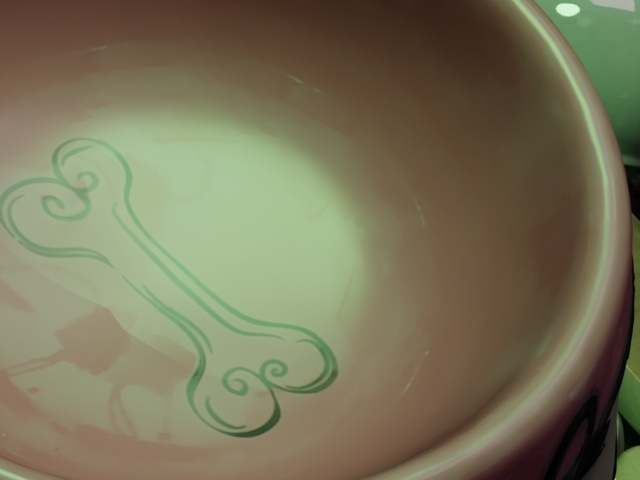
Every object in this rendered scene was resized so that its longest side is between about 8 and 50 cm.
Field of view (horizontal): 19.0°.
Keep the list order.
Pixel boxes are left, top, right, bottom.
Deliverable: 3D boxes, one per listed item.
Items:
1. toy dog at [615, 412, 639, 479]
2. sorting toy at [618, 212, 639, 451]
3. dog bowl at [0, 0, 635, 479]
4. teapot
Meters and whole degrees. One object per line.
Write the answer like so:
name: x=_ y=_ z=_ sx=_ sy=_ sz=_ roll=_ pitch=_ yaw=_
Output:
toy dog: x=0.068 y=0.111 z=0.895 sx=0.220 sy=0.161 sz=0.334 roll=6 pitch=12 yaw=13
sorting toy: x=0.170 y=0.050 z=1.278 sx=0.255 sy=0.089 sz=0.257 roll=49 pitch=22 yaw=13
dog bowl: x=-0.062 y=0.005 z=0.743 sx=0.408 sy=0.150 sz=0.408 roll=7 pitch=50 yaw=-9
teapot: x=0.207 y=-0.118 z=1.665 sx=0.256 sy=0.187 sz=0.252 roll=6 pitch=-1 yaw=5
